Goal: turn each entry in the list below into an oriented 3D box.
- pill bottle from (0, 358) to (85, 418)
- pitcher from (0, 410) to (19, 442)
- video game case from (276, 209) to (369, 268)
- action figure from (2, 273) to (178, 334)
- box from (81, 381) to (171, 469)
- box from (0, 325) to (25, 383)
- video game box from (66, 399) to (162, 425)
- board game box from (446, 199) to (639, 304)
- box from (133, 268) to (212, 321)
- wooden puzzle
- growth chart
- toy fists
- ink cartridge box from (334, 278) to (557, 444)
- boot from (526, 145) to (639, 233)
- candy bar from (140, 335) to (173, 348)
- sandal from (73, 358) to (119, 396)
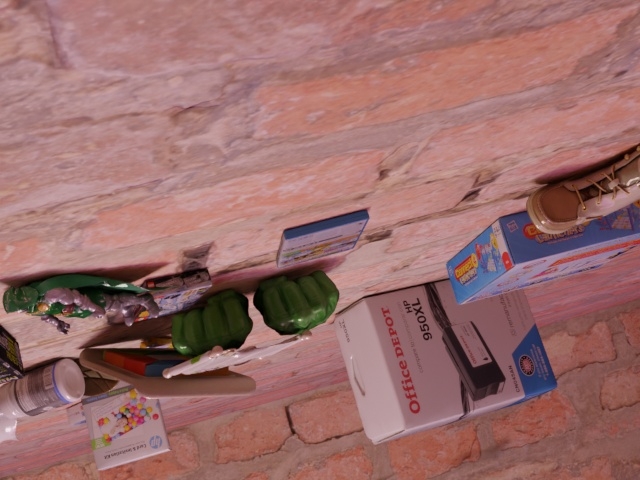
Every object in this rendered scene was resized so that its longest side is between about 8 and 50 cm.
[{"bbox_3d":[-0.488,0.261,1.803,0.137,0.078,0.078,-20,167,18],"label":"pill bottle"},{"bbox_3d":[-0.663,0.351,1.919,0.207,0.125,0.178,-21,151,-34],"label":"pitcher"},{"bbox_3d":[0.000,0.000,1.457,0.119,0.015,0.166,-15,167,-10],"label":"video game case"},{"bbox_3d":[-0.307,0.079,1.309,0.137,0.064,0.232,-21,164,32],"label":"action figure"},{"bbox_3d":[-0.383,0.337,2.016,0.145,0.186,0.038,-16,167,-1],"label":"box"},{"bbox_3d":[-0.560,0.182,1.418,0.270,0.060,0.216,-14,168,-10],"label":"box"},{"bbox_3d":[-0.453,0.376,2.411,0.187,0.048,0.205,-29,163,36],"label":"video game box"},{"bbox_3d":[0.419,0.009,1.872,0.308,0.086,0.302,-13,167,-15],"label":"board game box"},{"bbox_3d":[-0.219,0.080,1.490,0.093,0.027,0.137,-12,166,-26],"label":"box"},{"bbox_3d":[-0.256,0.211,1.726,0.220,0.044,0.238,5,-174,-37],"label":"wooden puzzle"},{"bbox_3d":[-0.129,0.179,1.609,0.172,0.021,0.237,-25,167,39],"label":"growth chart"},{"bbox_3d":[-0.104,0.119,1.657,0.279,0.096,0.142,-15,173,-6],"label":"toy fists"},{"bbox_3d":[0.263,0.239,2.196,0.394,0.286,0.166,-11,165,-27],"label":"ink cartridge box"},{"bbox_3d":[0.418,-0.079,1.517,0.213,0.077,0.165,-13,169,-38],"label":"boot"},{"bbox_3d":[-0.277,0.190,1.904,0.040,0.018,0.161,-25,165,19],"label":"candy bar"},{"bbox_3d":[-0.436,0.250,1.860,0.180,0.072,0.049,-20,-177,21],"label":"sandal"}]
